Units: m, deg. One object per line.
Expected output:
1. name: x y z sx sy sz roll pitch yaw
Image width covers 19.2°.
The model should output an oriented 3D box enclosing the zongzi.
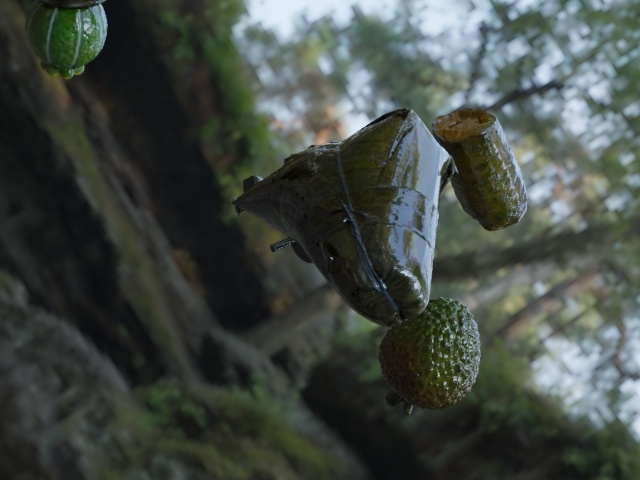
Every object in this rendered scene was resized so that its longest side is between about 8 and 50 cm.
1. zongzi: 0.000 0.000 1.784 0.242 0.221 0.112 -17 -50 25

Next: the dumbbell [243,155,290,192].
1. dumbbell: -0.051 -0.072 2.271 0.040 0.083 0.036 59 19 -14

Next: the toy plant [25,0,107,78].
1. toy plant: -0.267 -0.250 1.996 0.093 0.093 0.162 38 -50 41

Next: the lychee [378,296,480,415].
1. lychee: 0.118 0.129 2.068 0.114 0.114 0.146 42 -67 36

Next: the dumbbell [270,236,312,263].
1. dumbbell: 0.003 -0.015 2.252 0.069 0.147 0.069 40 -39 43

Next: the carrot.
1. carrot: 0.180 -0.083 2.115 0.082 0.082 0.173 39 -18 40
